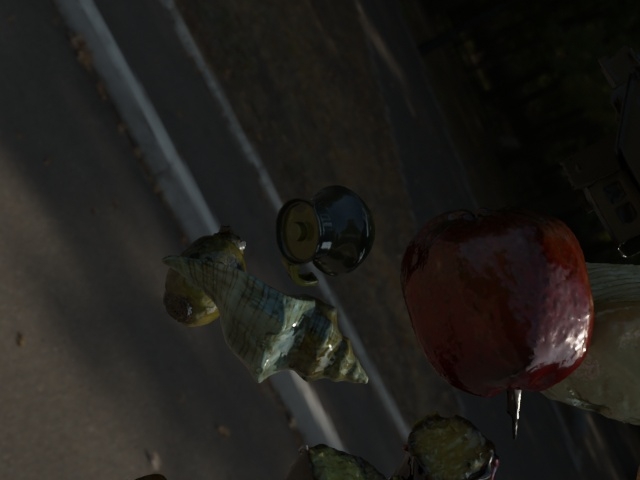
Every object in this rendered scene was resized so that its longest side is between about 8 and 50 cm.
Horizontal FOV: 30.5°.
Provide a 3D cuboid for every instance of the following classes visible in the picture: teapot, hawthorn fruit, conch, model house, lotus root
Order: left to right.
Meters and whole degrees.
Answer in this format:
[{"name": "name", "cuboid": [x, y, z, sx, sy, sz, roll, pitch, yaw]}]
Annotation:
[{"name": "lotus root", "cuboid": [-0.226, 0.067, 2.436, 0.154, 0.154, 0.278, 61, 36, -23]}, {"name": "conch", "cuboid": [-0.092, 0.145, 1.938, 0.203, 0.386, 0.170, 132, -25, -62]}, {"name": "teapot", "cuboid": [0.000, 0.000, 1.670, 0.119, 0.166, 0.130, -2, 41, -41]}, {"name": "hawthorn fruit", "cuboid": [0.227, 0.107, 1.513, 0.254, 0.254, 0.300, -9, 96, -79]}, {"name": "model house", "cuboid": [0.401, -0.125, 1.469, 0.243, 0.204, 0.211, 67, 11, 25]}]

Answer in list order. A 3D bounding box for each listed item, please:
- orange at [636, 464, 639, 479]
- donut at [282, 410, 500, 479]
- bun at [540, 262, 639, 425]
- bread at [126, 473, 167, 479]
[{"name": "orange", "cuboid": [0.677, 0.400, 1.899, 0.341, 0.340, 0.293, 56, 9, -40]}, {"name": "donut", "cuboid": [0.076, 0.377, 1.630, 0.136, 0.345, 0.259, 50, -46, 38]}, {"name": "bun", "cuboid": [0.443, 0.158, 1.774, 0.365, 0.365, 0.219, -55, 148, -78]}, {"name": "bread", "cuboid": [-0.213, 0.332, 1.327, 0.044, 0.129, 0.126, 27, -51, 34]}]
